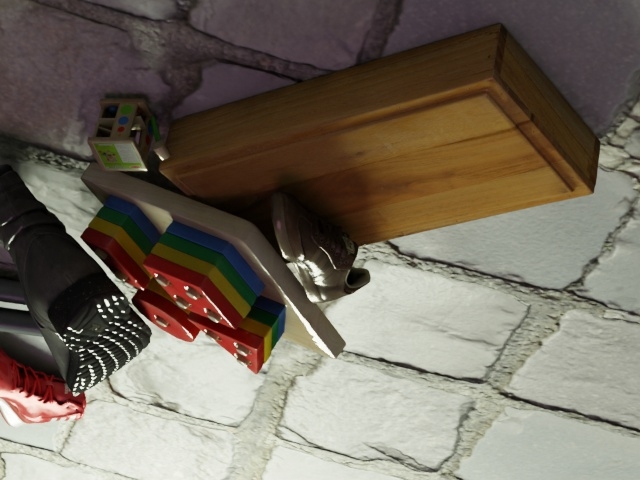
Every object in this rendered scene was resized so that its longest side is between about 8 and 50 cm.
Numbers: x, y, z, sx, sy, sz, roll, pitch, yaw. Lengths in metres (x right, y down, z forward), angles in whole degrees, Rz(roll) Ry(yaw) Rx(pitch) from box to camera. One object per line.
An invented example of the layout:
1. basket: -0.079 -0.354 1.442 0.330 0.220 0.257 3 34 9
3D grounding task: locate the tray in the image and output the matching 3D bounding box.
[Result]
1. tray: 0.056 -0.085 1.837 0.411 0.076 0.203 -13 140 35

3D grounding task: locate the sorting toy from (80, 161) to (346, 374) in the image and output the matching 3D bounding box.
1. sorting toy: -0.137 0.049 2.000 0.257 0.089 0.255 20 158 37

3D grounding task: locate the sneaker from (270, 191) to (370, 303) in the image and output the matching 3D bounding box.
1. sneaker: 0.000 0.000 1.879 0.071 0.066 0.188 -14 148 9

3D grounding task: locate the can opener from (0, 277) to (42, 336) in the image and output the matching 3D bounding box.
1. can opener: -0.447 0.072 2.271 0.280 0.074 0.093 7 -178 11

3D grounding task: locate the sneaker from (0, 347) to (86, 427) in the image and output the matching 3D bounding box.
1. sneaker: -0.390 0.188 2.424 0.128 0.087 0.221 -4 158 10

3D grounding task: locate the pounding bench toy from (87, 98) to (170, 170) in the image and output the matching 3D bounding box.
1. pounding bench toy: -0.193 -0.114 1.880 0.083 0.065 0.052 1 145 17

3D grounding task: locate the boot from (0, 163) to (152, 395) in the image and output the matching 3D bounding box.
1. boot: -0.308 0.040 2.075 0.222 0.118 0.338 50 162 15
